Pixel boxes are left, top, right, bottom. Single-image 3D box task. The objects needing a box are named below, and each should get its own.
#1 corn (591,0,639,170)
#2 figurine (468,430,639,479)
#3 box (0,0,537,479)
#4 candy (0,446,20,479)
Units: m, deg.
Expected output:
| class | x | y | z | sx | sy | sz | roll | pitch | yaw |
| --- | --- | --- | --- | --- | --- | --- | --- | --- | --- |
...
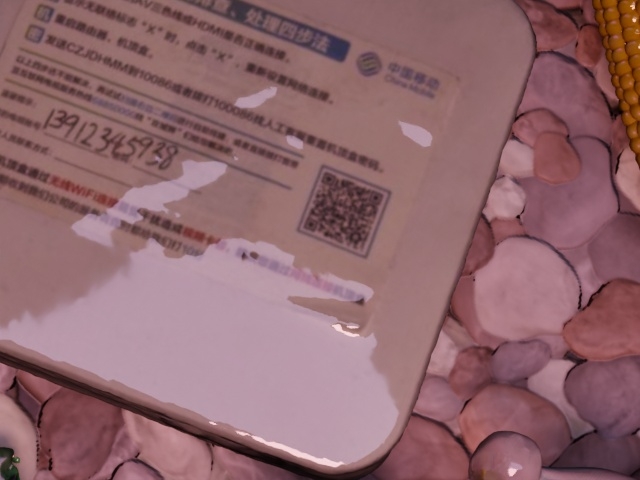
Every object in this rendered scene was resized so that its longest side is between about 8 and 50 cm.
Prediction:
| class | x | y | z | sx | sy | sz | roll | pitch | yaw |
| --- | --- | --- | --- | --- | --- | --- | --- | --- | --- |
| corn | 0.282 | -0.169 | 1.369 | 0.130 | 0.130 | 0.347 | -9 | 85 | -11 |
| figurine | 0.146 | 0.263 | 1.273 | 0.361 | 0.266 | 0.377 | 45 | 45 | 4 |
| box | -0.074 | -0.061 | 1.279 | 0.396 | 0.111 | 0.397 | 22 | 75 | 0 |
| candy | -0.241 | 0.156 | 1.267 | 0.097 | 0.097 | 0.323 | -24 | 80 | -12 |
